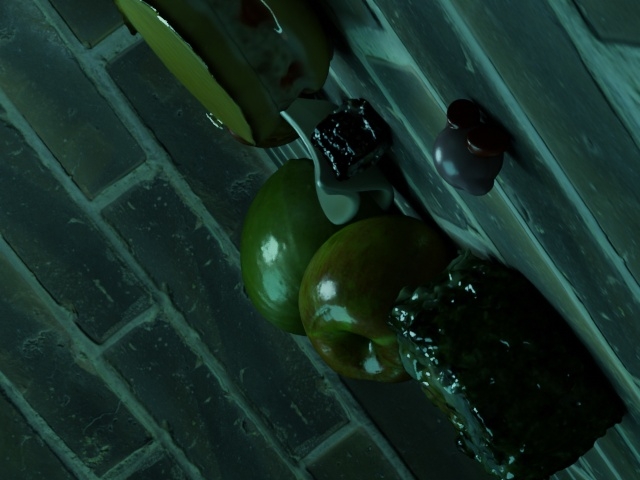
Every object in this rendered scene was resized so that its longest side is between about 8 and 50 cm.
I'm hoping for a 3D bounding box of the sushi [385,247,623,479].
[{"bbox_3d":[0.221,0.163,1.763,0.294,0.178,0.352,54,175,-2],"label":"sushi"}]

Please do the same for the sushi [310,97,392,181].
[{"bbox_3d":[0.040,-0.137,1.821,0.084,0.094,0.098,54,-178,16],"label":"sushi"}]

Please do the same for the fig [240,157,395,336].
[{"bbox_3d":[0.000,0.000,2.325,0.316,0.316,0.316,52,176,5],"label":"fig"}]

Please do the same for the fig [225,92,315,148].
[{"bbox_3d":[-0.080,-0.229,2.145,0.202,0.148,0.149,-84,-4,-45],"label":"fig"}]

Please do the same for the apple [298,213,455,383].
[{"bbox_3d":[0.097,0.082,2.018,0.246,0.226,0.246,20,144,15],"label":"apple"}]

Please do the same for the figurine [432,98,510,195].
[{"bbox_3d":[0.138,-0.084,1.274,0.071,0.067,0.083,88,166,-48],"label":"figurine"}]

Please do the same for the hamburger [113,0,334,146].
[{"bbox_3d":[-0.115,-0.274,1.676,0.302,0.186,0.261,31,161,54],"label":"hamburger"}]

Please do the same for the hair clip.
[{"bbox_3d":[0.036,-0.109,1.983,0.172,0.113,0.282,60,179,26],"label":"hair clip"}]
